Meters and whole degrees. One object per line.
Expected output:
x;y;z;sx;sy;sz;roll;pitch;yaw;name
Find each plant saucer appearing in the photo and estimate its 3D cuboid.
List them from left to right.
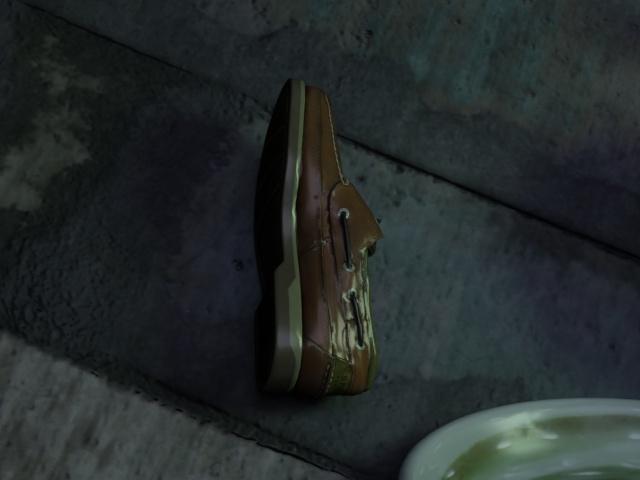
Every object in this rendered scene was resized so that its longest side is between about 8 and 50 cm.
0.260;0.245;1.466;0.400;0.101;0.400;3;17;-1;plant saucer

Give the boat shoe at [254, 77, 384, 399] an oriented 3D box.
0.000;0.000;1.638;0.104;0.111;0.307;7;68;-13;boat shoe
